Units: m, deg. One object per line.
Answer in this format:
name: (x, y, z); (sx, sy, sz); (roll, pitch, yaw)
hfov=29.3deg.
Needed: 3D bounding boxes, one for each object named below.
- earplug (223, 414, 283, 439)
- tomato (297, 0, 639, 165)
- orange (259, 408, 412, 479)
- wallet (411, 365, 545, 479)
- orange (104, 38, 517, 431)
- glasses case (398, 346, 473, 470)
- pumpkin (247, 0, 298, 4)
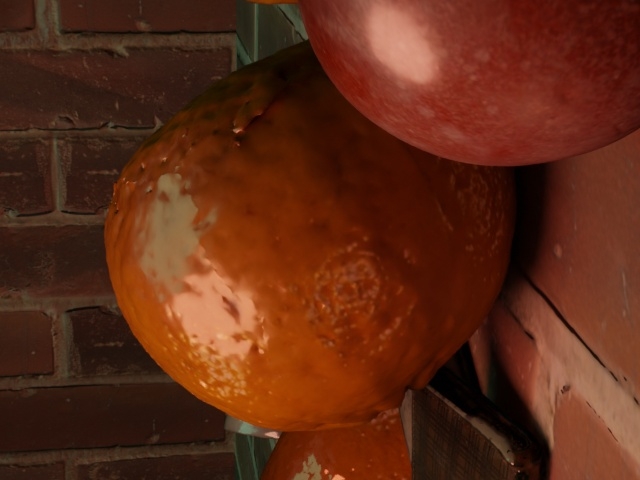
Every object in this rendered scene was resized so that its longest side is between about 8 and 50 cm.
earplug: (-0.032, 0.120, 1.766); (0.185, 0.185, 0.324); (156, 120, -80)
tomato: (0.092, -0.174, 0.684); (0.270, 0.227, 0.270); (178, 90, -78)
orange: (0.043, 0.315, 1.414); (0.274, 0.274, 0.310); (-103, -13, -50)
wallet: (0.127, 0.278, 1.050); (0.169, 0.044, 0.317); (-140, 45, -58)
orange: (0.000, 0.000, 0.999); (0.293, 0.340, 0.340); (59, 169, 1)
glasses case: (0.095, 0.087, 1.224); (0.114, 0.060, 0.299); (107, 160, -45)
pumpkin: (-0.010, -0.358, 1.126); (0.303, 0.256, 0.225); (106, 174, -79)
